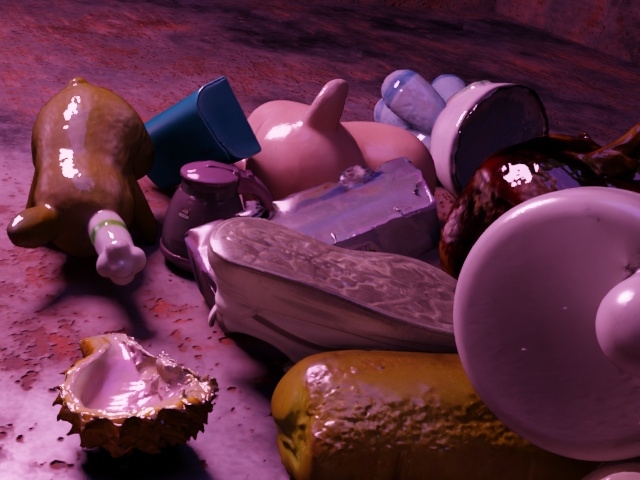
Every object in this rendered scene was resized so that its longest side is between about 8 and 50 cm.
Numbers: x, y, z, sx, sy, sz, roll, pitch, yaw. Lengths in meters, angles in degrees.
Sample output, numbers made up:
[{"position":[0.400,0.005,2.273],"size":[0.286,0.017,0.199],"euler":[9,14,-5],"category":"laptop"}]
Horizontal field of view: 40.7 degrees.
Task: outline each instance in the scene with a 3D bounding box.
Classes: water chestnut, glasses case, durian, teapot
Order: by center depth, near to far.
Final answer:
[{"position":[-0.191,0.153,0.840],"size":[0.140,0.078,0.224],"euler":[-20,25,-26],"category":"durian"},{"position":[0.328,-0.014,1.021],"size":[0.335,0.347,0.335],"euler":[24,12,-5],"category":"water chestnut"},{"position":[-0.140,-0.033,1.162],"size":[0.148,0.146,0.116],"euler":[14,25,10],"category":"teapot"},{"position":[-0.198,-0.146,1.279],"size":[0.070,0.117,0.301],"euler":[-33,11,-29],"category":"glasses case"}]

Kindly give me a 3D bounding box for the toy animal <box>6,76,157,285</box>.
[{"position":[-0.313,-0.051,1.148],"size":[0.181,0.180,0.363],"euler":[-2,48,-8],"category":"toy animal"}]

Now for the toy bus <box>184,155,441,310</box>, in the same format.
[{"position":[0.000,0.000,1.077],"size":[0.317,0.112,0.138],"euler":[-22,38,-13],"category":"toy bus"}]

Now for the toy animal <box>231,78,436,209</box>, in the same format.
[{"position":[0.025,-0.100,1.313],"size":[0.326,0.237,0.269],"euler":[2,-3,-9],"category":"toy animal"}]

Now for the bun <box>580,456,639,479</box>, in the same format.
[{"position":[0.318,0.257,0.679],"size":[0.259,0.160,0.259],"euler":[8,27,-4],"category":"bun"}]

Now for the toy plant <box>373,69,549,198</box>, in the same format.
[{"position":[0.223,-0.204,1.596],"size":[0.247,0.247,0.332],"euler":[-9,24,-34],"category":"toy plant"}]

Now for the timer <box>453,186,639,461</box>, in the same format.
[{"position":[0.221,0.069,0.717],"size":[0.233,0.233,0.240],"euler":[24,17,29],"category":"timer"}]

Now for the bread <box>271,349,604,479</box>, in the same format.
[{"position":[0.144,0.175,0.850],"size":[0.384,0.112,0.166],"euler":[5,25,-11],"category":"bread"}]

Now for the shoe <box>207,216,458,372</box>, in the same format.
[{"position":[0.015,0.091,0.947],"size":[0.316,0.159,0.124],"euler":[20,32,-3],"category":"shoe"}]
